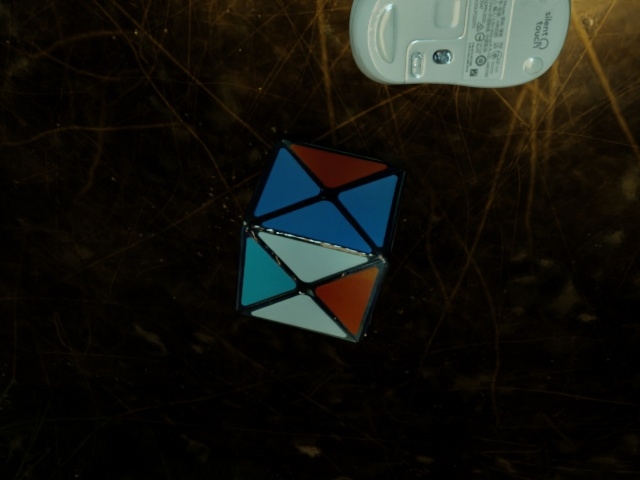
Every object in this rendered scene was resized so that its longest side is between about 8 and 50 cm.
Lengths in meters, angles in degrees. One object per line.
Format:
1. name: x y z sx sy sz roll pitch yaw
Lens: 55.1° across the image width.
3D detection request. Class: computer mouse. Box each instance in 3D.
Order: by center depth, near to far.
1. computer mouse: 0.187 -0.302 0.862 0.297 0.121 0.184 -6 121 0

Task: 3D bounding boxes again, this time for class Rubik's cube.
1. Rubik's cube: 0.000 0.000 1.107 0.247 0.248 0.249 14 136 3
